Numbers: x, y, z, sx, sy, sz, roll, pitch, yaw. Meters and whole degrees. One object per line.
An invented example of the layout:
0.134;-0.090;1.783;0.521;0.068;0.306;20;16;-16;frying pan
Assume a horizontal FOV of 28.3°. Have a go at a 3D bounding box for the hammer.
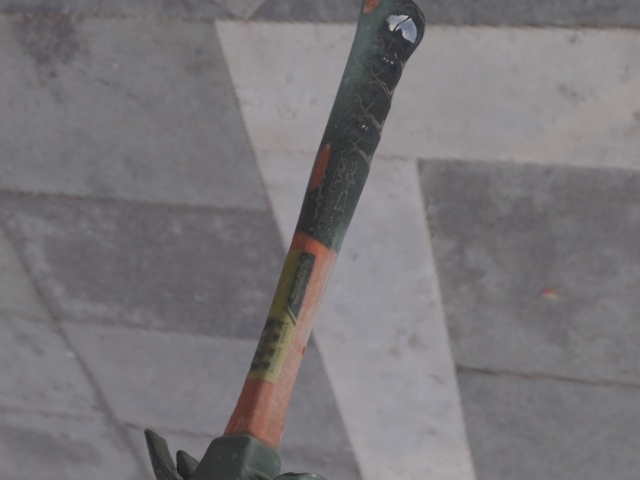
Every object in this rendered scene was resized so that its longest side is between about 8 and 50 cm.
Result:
-0.001;0.000;0.562;0.111;0.287;0.033;-14;138;46;hammer
